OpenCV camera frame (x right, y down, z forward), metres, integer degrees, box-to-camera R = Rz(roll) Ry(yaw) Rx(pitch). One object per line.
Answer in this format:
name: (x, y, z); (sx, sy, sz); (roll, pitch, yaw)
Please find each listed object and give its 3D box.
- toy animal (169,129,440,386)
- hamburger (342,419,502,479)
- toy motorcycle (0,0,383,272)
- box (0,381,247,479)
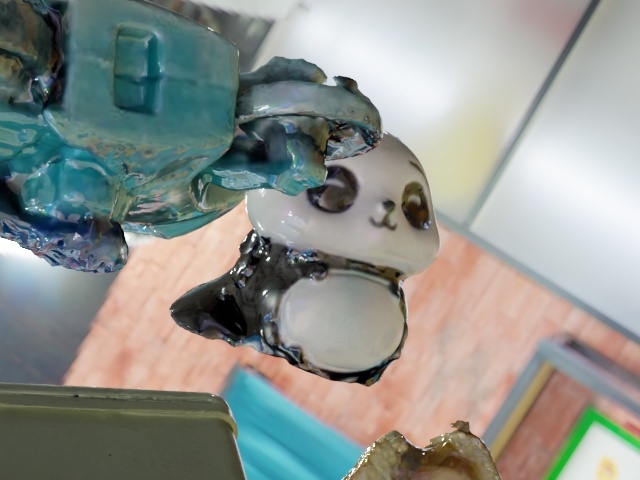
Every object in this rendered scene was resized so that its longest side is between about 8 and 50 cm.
toy animal: (0.000, 0.000, 1.107); (0.166, 0.138, 0.179); (17, -81, -33)
hamburger: (0.080, 0.335, 1.271); (0.162, 0.330, 0.209); (-8, -21, -12)
toy motorcycle: (-0.120, -0.055, 0.705); (0.260, 0.206, 0.154); (11, -109, -35)
box: (-0.221, 0.314, 1.441); (0.352, 0.344, 0.177); (6, -52, -26)
